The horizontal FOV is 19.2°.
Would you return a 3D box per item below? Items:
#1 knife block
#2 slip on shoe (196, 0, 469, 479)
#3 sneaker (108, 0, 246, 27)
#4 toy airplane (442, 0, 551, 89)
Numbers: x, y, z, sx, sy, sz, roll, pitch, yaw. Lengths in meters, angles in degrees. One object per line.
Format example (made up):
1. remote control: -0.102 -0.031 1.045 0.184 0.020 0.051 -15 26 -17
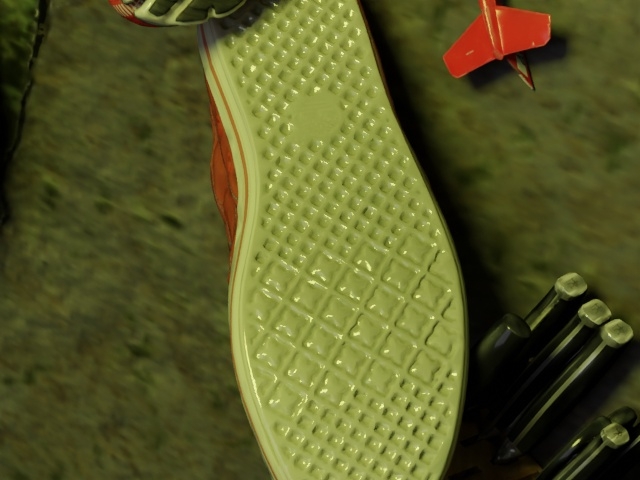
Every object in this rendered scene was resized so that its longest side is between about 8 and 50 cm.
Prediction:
1. knife block: 0.057 0.138 1.019 0.276 0.088 0.242 0 96 36
2. slip on shoe: 0.000 0.000 0.989 0.101 0.123 0.331 100 159 -62
3. sneaker: -0.071 -0.227 1.020 0.118 0.107 0.279 -17 54 46
4. toy airplane: 0.082 -0.150 0.996 0.151 0.028 0.151 7 101 37
